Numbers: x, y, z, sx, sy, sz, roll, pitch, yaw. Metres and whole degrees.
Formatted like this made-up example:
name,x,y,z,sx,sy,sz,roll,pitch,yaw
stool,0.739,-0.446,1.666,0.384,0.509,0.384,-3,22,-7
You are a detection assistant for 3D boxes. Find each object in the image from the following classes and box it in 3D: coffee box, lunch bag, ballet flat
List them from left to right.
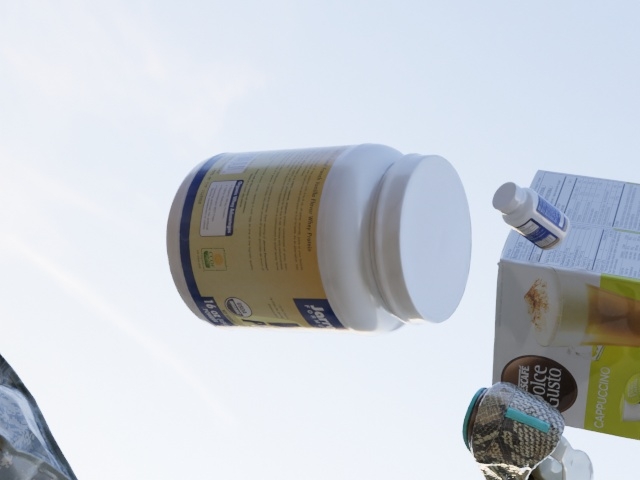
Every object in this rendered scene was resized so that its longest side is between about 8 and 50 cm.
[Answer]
name,x,y,z,sx,sy,sz,roll,pitch,yaw
lunch bag,-0.475,0.279,1.369,0.287,0.235,0.169,42,-4,47
ballet flat,0.335,0.365,1.670,0.182,0.164,0.483,18,-23,23
coffee box,0.504,0.112,1.930,0.334,0.338,0.337,9,-56,18

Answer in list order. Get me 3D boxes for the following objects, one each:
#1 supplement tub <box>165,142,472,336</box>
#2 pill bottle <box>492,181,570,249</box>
name,x,y,z,sx,sy,sz,roll,pitch,yaw
supplement tub,0.000,0.000,1.289,0.316,0.228,0.228,-1,-59,32
pill bottle,0.321,-0.040,1.646,0.120,0.067,0.067,32,-19,-28
